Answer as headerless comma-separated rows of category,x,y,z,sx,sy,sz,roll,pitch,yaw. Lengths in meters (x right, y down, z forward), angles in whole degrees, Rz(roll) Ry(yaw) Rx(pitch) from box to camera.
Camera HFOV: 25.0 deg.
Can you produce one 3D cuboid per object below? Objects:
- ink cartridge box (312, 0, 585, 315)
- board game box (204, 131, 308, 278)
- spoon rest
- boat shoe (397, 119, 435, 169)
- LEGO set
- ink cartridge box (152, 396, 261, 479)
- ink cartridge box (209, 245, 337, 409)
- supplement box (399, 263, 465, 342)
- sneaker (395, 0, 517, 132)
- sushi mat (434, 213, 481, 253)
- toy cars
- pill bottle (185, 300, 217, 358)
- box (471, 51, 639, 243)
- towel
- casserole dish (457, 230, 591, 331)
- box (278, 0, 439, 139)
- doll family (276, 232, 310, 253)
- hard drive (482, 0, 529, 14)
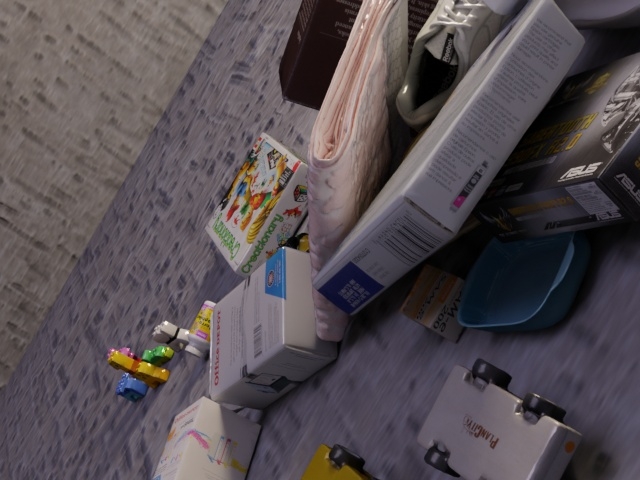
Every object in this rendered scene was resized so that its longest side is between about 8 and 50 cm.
ink cartridge box,0.142,-0.098,1.435,0.330,0.071,0.324,-52,1,-21
board game box,-0.091,-0.055,2.261,0.193,0.053,0.305,-59,18,4
spoon rest,0.286,-0.233,1.470,0.276,0.084,0.137,-47,22,37
boat shoe,0.154,-0.109,1.653,0.178,0.064,0.060,-50,43,9
LEGO set,-0.308,0.199,2.382,0.227,0.093,0.087,-35,30,53
ink cartridge box,-0.146,0.274,1.832,0.092,0.090,0.143,-38,29,50
ink cartridge box,-0.062,0.114,1.820,0.190,0.082,0.140,-41,42,49
supplement box,0.126,0.065,1.511,0.062,0.036,0.098,-60,18,-2
sneaker,0.176,-0.253,1.676,0.118,0.110,0.292,4,-68,-63
sushi mat,0.148,-0.032,1.580,0.316,0.019,0.151,-37,15,50
toy cars,0.102,0.219,1.269,0.393,0.087,0.176,-37,34,44
pill bottle,-0.175,0.137,2.202,0.083,0.043,0.043,-64,18,-11
box,0.254,-0.089,1.308,0.183,0.056,0.231,-51,15,-18
towel,0.049,-0.094,1.677,0.332,0.053,0.317,86,-160,-52
casserole dish,0.196,0.038,1.366,0.114,0.037,0.188,-65,18,-15
box,0.095,-0.343,1.849,0.143,0.191,0.381,-103,31,-67
doll family,0.000,0.000,1.903,0.193,0.076,0.111,-48,19,25
hard drive,0.320,-0.386,1.492,0.353,0.047,0.233,-50,-14,27
